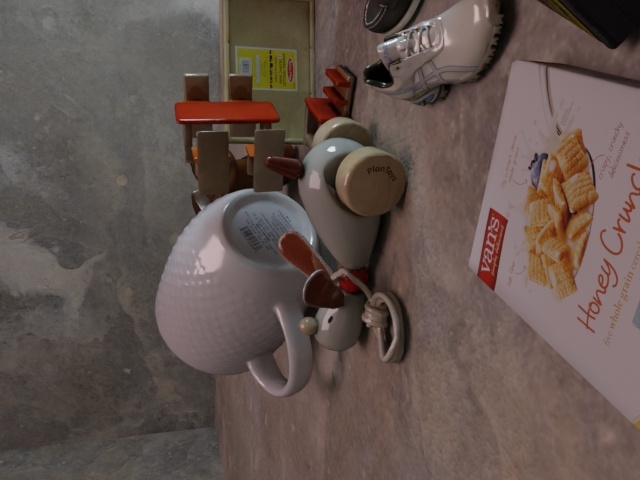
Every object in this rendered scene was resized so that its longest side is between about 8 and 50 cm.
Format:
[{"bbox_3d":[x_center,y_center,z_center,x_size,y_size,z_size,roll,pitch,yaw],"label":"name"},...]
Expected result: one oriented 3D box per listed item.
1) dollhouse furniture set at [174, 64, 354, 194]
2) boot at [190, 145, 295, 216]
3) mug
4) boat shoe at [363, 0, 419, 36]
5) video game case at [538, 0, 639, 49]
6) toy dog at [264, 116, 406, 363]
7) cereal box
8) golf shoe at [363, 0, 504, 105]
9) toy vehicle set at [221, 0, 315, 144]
[{"bbox_3d":[-0.089,-0.194,0.867,0.262,0.259,0.135,-116,26,-54],"label":"dollhouse furniture set"},{"bbox_3d":[-0.139,-0.136,1.135,0.109,0.220,0.283,58,157,15],"label":"boot"},{"bbox_3d":[-0.122,0.104,1.035,0.374,0.276,0.328,63,146,20],"label":"mug"},{"bbox_3d":[0.084,-0.305,0.609,0.228,0.069,0.081,131,135,-66],"label":"boat shoe"},{"bbox_3d":[0.060,-0.252,0.367,0.035,0.275,0.248,-50,36,25],"label":"video game case"},{"bbox_3d":[0.000,0.000,0.755,0.220,0.161,0.333,-167,76,-73],"label":"toy dog"},{"bbox_3d":[0.180,-0.005,0.345,0.240,0.047,0.172,-124,36,-61],"label":"cereal box"},{"bbox_3d":[0.100,-0.177,0.540,0.176,0.086,0.069,146,123,-69],"label":"golf shoe"},{"bbox_3d":[-0.094,-0.310,1.039,0.035,0.166,0.266,-168,78,-72],"label":"toy vehicle set"}]
